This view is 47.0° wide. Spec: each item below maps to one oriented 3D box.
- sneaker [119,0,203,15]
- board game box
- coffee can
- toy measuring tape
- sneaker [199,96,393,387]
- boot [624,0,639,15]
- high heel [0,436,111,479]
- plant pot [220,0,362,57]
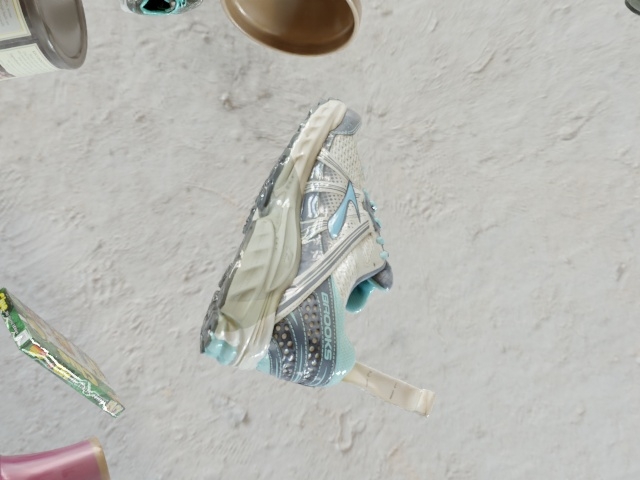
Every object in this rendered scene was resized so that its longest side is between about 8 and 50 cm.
[{"bbox_3d":[-0.282,-0.440,1.361,0.167,0.076,0.064,-20,129,-32],"label":"sneaker"},{"bbox_3d":[-0.416,0.186,1.184,0.030,0.259,0.136,-39,51,-8],"label":"board game box"},{"bbox_3d":[-0.522,-0.337,1.106,0.276,0.201,0.201,-9,97,4],"label":"coffee can"},{"bbox_3d":[0.027,0.155,0.973,0.330,0.121,0.121,27,99,-11],"label":"toy measuring tape"},{"bbox_3d":[0.000,0.000,0.604,0.122,0.283,0.110,27,140,-9],"label":"sneaker"},{"bbox_3d":[0.374,-0.323,0.825,0.247,0.161,0.083,29,60,15],"label":"boot"},{"bbox_3d":[-0.320,0.287,0.718,0.181,0.377,0.127,-12,60,-30],"label":"high heel"},{"bbox_3d":[-0.040,-0.419,1.226,0.238,0.237,0.109,14,70,2],"label":"plant pot"}]
